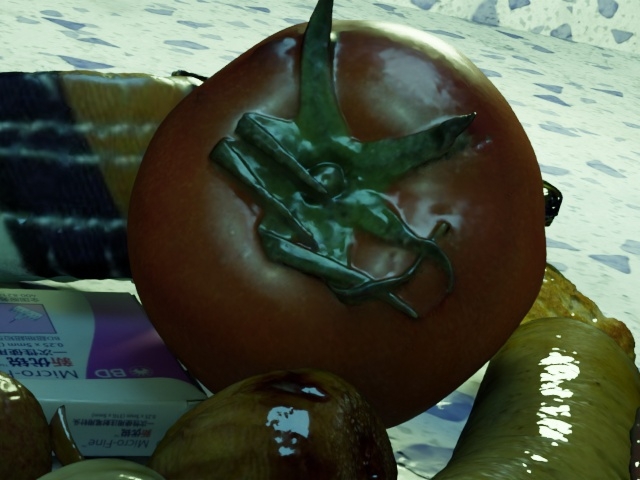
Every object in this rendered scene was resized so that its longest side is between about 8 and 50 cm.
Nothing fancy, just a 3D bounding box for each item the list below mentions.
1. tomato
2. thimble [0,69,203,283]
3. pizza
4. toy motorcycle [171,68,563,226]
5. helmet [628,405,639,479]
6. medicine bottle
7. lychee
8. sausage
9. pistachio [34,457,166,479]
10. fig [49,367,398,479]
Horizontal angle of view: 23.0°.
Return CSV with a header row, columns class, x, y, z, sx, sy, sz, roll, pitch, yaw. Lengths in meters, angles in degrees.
class,x,y,z,sx,sy,sz,roll,pitch,yaw
tomato,0.012,-0.008,0.960,0.256,0.256,0.224,16,-12,8
thimble,-0.170,-0.039,1.115,0.237,0.150,0.237,1,-3,0
pizza,0.149,0.058,1.211,0.226,0.069,0.147,34,29,-12
toy motorcycle,0.033,-0.082,1.521,0.401,0.134,0.207,5,18,-30
helmet,0.287,0.196,0.665,0.337,0.230,0.385,22,28,32
medicine bottle,-0.187,0.082,0.971,0.201,0.052,0.171,4,19,-24
lychee,-0.177,0.121,0.790,0.101,0.140,0.114,-36,36,-25
sausage,0.117,0.146,0.863,0.136,0.123,0.501,44,19,5
pistachio,-0.121,0.160,0.684,0.126,0.108,0.185,-3,12,37
fig,-0.063,0.131,0.823,0.201,0.134,0.146,0,-16,13
